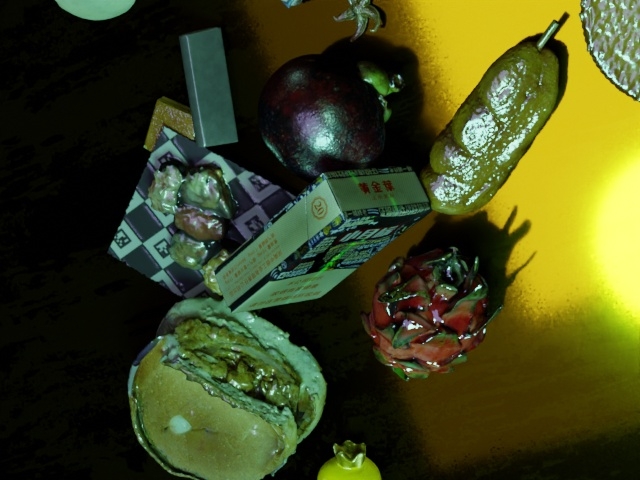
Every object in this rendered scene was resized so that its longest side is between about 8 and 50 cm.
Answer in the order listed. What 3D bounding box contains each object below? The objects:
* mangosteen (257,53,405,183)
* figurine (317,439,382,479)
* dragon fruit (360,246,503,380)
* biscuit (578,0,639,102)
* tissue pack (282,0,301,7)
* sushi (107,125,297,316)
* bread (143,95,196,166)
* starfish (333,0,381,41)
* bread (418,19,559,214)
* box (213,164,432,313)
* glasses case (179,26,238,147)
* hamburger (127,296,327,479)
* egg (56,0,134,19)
[{"bbox_3d":[0.013,-0.190,1.803,0.216,0.216,0.216,7,109,19],"label":"mangosteen"},{"bbox_3d":[0.077,0.463,2.050,0.185,0.127,0.234,14,98,4],"label":"figurine"},{"bbox_3d":[0.173,0.103,1.844,0.192,0.193,0.274,24,125,-4],"label":"dragon fruit"},{"bbox_3d":[0.509,-0.325,1.641,0.305,0.038,0.305,3,112,8],"label":"biscuit"},{"bbox_3d":[-0.042,-0.453,1.821,0.115,0.065,0.155,40,116,7],"label":"tissue pack"},{"bbox_3d":[-0.204,-0.002,2.012,0.294,0.059,0.292,28,118,3],"label":"sushi"},{"bbox_3d":[-0.245,-0.184,2.003,0.090,0.035,0.094,25,114,12],"label":"bread"},{"bbox_3d":[0.057,-0.352,1.836,0.078,0.028,0.091,15,114,23],"label":"starfish"},{"bbox_3d":[0.262,-0.183,1.782,0.124,0.084,0.344,25,116,-12],"label":"bread"},{"bbox_3d":[0.000,0.000,1.838,0.310,0.198,0.084,-40,67,41],"label":"box"},{"bbox_3d":[-0.183,-0.249,1.940,0.042,0.072,0.191,18,119,62],"label":"glasses case"},{"bbox_3d":[-0.170,0.273,2.020,0.318,0.195,0.277,33,130,5],"label":"hamburger"},{"bbox_3d":[-0.348,-0.508,1.805,0.278,0.278,0.336,16,112,16],"label":"egg"}]
